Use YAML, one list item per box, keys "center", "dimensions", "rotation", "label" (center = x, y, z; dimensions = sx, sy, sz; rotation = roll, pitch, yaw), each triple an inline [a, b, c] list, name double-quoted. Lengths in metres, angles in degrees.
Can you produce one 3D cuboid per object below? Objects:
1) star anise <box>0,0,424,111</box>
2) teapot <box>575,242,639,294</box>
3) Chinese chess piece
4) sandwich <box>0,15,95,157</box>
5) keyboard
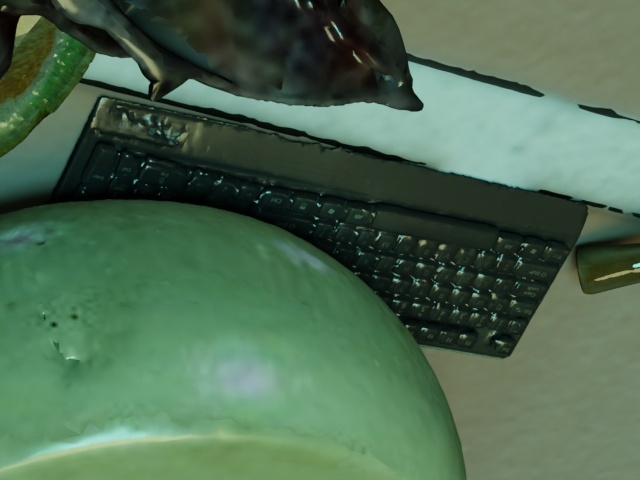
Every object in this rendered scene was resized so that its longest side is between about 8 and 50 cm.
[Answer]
- center: [-0.094, -0.088, 0.449]
  dimensions: [0.282, 0.129, 0.212]
  rotation: [-25, 133, -13]
  label: "star anise"
- center: [0.147, -0.005, 0.714]
  dimensions: [0.110, 0.085, 0.080]
  rotation: [-11, 166, 29]
  label: "teapot"
- center: [-0.074, 0.097, 0.669]
  dimensions: [0.250, 0.101, 0.250]
  rotation: [-9, 138, -8]
  label: "Chinese chess piece"
- center: [-0.096, -0.064, 0.575]
  dimensions: [0.067, 0.029, 0.135]
  rotation: [11, 126, -29]
  label: "sandwich"
- center: [0.000, 0.001, 0.682]
  dimensions: [0.196, 0.015, 0.074]
  rotation: [11, 125, -29]
  label: "keyboard"
